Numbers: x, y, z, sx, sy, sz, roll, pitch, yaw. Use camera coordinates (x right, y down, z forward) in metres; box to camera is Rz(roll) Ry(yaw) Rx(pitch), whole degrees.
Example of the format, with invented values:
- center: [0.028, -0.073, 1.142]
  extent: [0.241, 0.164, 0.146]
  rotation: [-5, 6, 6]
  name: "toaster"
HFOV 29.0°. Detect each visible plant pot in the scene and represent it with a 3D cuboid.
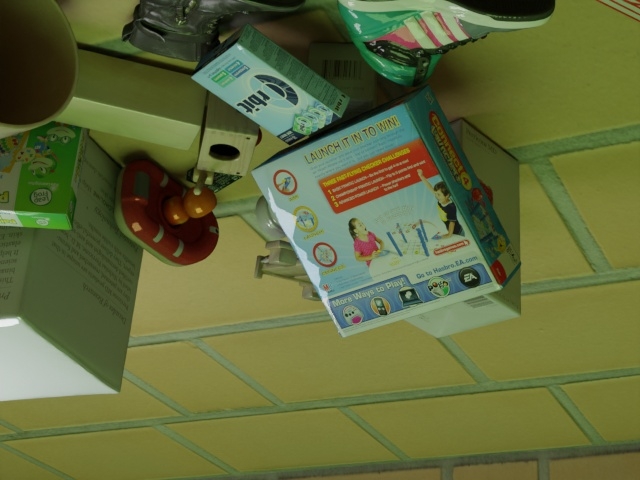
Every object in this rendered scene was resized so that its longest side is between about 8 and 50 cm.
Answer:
- center: [-0.530, -0.236, 1.779]
  extent: [0.256, 0.256, 0.274]
  rotation: [27, 146, -36]
  name: "plant pot"

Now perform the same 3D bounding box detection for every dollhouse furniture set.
- center: [0.000, 0.000, 2.180]
  extent: [0.356, 0.173, 0.303]
  rotation: [16, 166, -34]
  name: "dollhouse furniture set"

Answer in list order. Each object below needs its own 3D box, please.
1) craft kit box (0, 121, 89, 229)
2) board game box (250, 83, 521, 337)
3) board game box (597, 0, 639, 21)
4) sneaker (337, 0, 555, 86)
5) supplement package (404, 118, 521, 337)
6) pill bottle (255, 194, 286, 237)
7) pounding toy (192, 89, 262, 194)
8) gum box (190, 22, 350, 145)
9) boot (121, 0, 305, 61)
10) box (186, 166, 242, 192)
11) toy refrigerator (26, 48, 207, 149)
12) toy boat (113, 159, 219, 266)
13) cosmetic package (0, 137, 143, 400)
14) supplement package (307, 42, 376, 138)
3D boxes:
- center: [-0.502, -0.140, 1.963]
  extent: [0.250, 0.246, 0.061]
  rotation: [3, 153, 1]
  name: "craft kit box"
- center: [0.094, -0.035, 1.839]
  extent: [0.308, 0.086, 0.301]
  rotation: [-20, 103, 38]
  name: "board game box"
- center: [0.457, -0.351, 1.643]
  extent: [0.194, 0.045, 0.147]
  rotation: [19, 149, -25]
  name: "board game box"
- center: [0.169, -0.290, 1.710]
  extent: [0.296, 0.123, 0.178]
  rotation: [8, 148, 10]
  name: "sneaker"
- center: [0.213, -0.017, 2.045]
  extent: [0.175, 0.292, 0.177]
  rotation: [-20, 145, 38]
  name: "supplement package"
- center: [-0.019, -0.079, 2.150]
  extent: [0.118, 0.117, 0.208]
  rotation: [23, 147, -32]
  name: "pill bottle"
- center: [-0.146, -0.148, 1.967]
  extent: [0.094, 0.181, 0.206]
  rotation: [8, 152, -8]
  name: "pounding toy"
- center: [-0.073, -0.220, 1.777]
  extent: [0.184, 0.041, 0.157]
  rotation: [34, 154, -19]
  name: "gum box"
- center: [-0.155, -0.325, 1.756]
  extent: [0.263, 0.091, 0.229]
  rotation: [10, 157, -2]
  name: "boot"
- center: [-0.189, -0.117, 2.206]
  extent: [0.067, 0.018, 0.083]
  rotation: [24, 147, -32]
  name: "box"
- center: [-0.321, -0.229, 1.938]
  extent: [0.270, 0.094, 0.102]
  rotation: [12, 158, -14]
  name: "toy refrigerator"
- center: [-0.250, -0.054, 2.198]
  extent: [0.151, 0.151, 0.231]
  rotation: [-16, 147, 26]
  name: "toy boat"
- center: [-0.534, 0.039, 2.149]
  extent: [0.330, 0.393, 0.327]
  rotation: [-6, 151, 21]
  name: "cosmetic package"
- center: [0.034, -0.210, 1.906]
  extent: [0.105, 0.105, 0.179]
  rotation: [1, 152, 4]
  name: "supplement package"
